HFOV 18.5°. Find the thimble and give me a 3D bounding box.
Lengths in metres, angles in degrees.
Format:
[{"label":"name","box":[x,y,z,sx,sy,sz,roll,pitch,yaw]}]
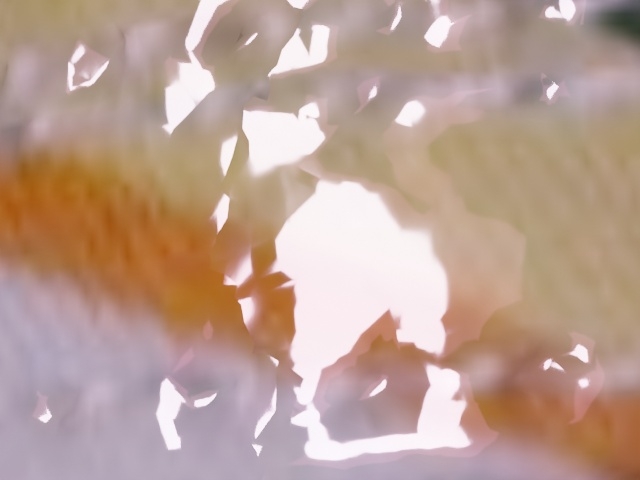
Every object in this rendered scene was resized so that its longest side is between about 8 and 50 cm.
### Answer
[{"label":"thimble","box":[0.000,0.000,0.480,0.288,0.254,0.167,-3,86,16]}]
